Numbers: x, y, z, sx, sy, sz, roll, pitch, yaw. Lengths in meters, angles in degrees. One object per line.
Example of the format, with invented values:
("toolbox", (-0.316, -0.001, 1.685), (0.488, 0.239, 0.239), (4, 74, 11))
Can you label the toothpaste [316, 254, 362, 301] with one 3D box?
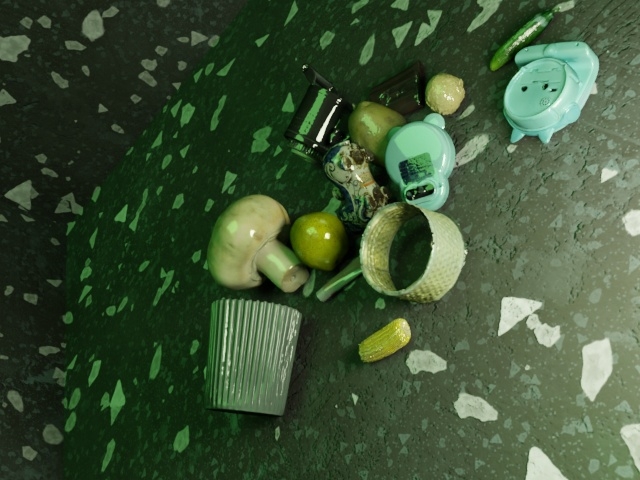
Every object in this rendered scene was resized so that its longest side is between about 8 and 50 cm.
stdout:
("toothpaste", (0.069, 0.122, 1.970), (0.194, 0.043, 0.067), (-40, 42, 18))

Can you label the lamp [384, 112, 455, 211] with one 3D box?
("lamp", (0.295, -0.219, 1.825), (0.210, 0.147, 0.283), (-18, 60, 33))

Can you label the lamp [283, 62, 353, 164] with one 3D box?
("lamp", (-0.009, -0.414, 2.225), (0.272, 0.205, 0.374), (-46, 52, 13))

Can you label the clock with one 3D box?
("clock", (0.590, -0.386, 1.641), (0.224, 0.094, 0.274), (11, 76, 51))

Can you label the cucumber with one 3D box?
("cucumber", (0.585, -0.589, 1.796), (0.250, 0.056, 0.056), (-42, 43, 24))

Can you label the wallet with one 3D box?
("wallet", (0.253, -0.490, 2.112), (0.229, 0.049, 0.181), (-20, 58, 42))

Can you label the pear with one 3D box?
("pear", (0.001, -0.001, 1.998), (0.198, 0.198, 0.198), (-26, 51, 37))

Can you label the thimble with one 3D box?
("thimble", (0.248, 0.030, 1.701), (0.271, 0.150, 0.270), (-14, 69, 42))

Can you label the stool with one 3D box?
("stool", (-0.223, 0.375, 1.958), (0.297, 0.297, 0.329), (-12, 65, 44))

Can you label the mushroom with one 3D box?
("mushroom", (-0.236, 0.021, 2.135), (0.353, 0.325, 0.353), (-26, 45, 29))

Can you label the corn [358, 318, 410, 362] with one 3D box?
("corn", (0.178, 0.282, 1.734), (0.165, 0.063, 0.085), (-35, 56, 32))

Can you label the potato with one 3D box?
("potato", (0.185, -0.350, 1.995), (0.174, 0.159, 0.251), (-44, 78, 1))

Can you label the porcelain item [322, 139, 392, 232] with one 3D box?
("porcelain item", (0.101, -0.168, 1.962), (0.186, 0.138, 0.287), (-28, 92, 52))

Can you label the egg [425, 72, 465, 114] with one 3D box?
("egg", (0.380, -0.452, 1.903), (0.116, 0.118, 0.140), (98, 164, -63))
